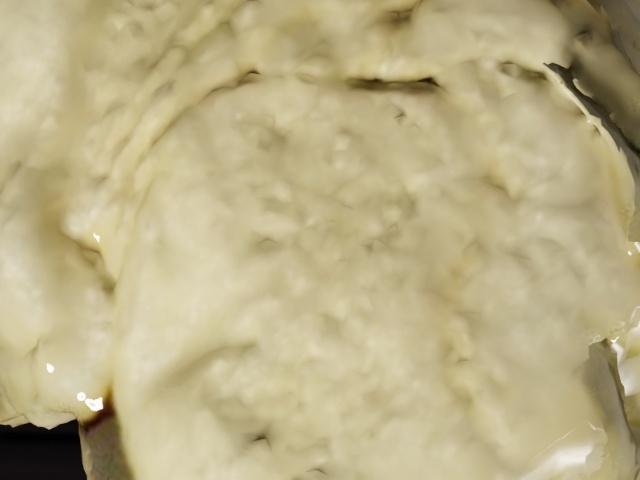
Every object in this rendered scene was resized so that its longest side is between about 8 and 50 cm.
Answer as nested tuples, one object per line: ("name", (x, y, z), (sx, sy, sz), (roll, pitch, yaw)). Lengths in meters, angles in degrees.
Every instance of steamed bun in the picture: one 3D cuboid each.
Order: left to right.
("steamed bun", (0.001, -0.006, 0.693), (0.372, 0.325, 0.230), (46, 178, 13))
